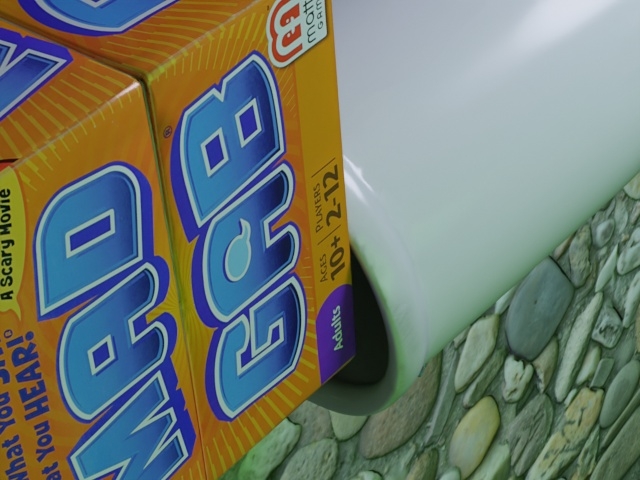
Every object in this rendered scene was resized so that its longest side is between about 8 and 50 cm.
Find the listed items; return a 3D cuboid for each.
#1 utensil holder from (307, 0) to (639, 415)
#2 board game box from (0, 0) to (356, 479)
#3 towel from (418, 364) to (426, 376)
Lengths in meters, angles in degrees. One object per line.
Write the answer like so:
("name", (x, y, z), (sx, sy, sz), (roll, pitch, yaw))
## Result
("utensil holder", (0.080, -0.094, 1.570), (0.385, 0.328, 0.327), (-38, 140, -26))
("board game box", (-0.228, -0.022, 1.291), (0.356, 0.356, 0.356), (-39, 140, -36))
("towel", (0.000, 0.000, 1.786), (0.370, 0.040, 0.271), (10, 111, -34))
